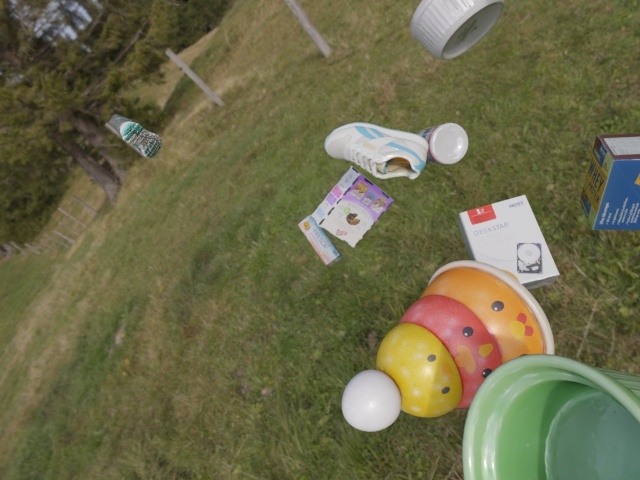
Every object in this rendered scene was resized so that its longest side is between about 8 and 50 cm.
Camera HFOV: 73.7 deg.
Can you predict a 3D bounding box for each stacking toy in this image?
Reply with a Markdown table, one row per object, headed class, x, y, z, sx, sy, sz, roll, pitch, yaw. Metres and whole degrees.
| class | x | y | z | sx | sy | sz | roll | pitch | yaw |
| --- | --- | --- | --- | --- | --- | --- | --- | --- | --- |
| stacking toy | 0.249 | 0.282 | 0.962 | 0.479 | 0.351 | 0.350 | -24 | 18 | -31 |

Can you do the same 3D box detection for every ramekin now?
| class | x | y | z | sx | sy | sz | roll | pitch | yaw |
| --- | --- | --- | --- | --- | --- | --- | --- | --- | --- |
| ramekin | 0.330 | 0.297 | 0.515 | 0.303 | 0.148 | 0.304 | -171 | 90 | -70 |
| ramekin | 0.409 | -0.658 | 1.255 | 0.272 | 0.127 | 0.273 | -32 | -10 | -6 |

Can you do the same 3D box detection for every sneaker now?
| class | x | y | z | sx | sy | sz | roll | pitch | yaw |
| --- | --- | --- | --- | --- | --- | --- | --- | --- | --- |
| sneaker | 0.115 | -0.191 | 0.927 | 0.228 | 0.088 | 0.092 | 9 | 55 | 15 |
| sneaker | -0.457 | -0.263 | 1.060 | 0.065 | 0.076 | 0.166 | -54 | -12 | -7 |

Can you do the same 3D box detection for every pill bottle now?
| class | x | y | z | sx | sy | sz | roll | pitch | yaw |
| --- | --- | --- | --- | --- | --- | --- | --- | --- | --- |
| pill bottle | 0.323 | -0.267 | 1.199 | 0.108 | 0.108 | 0.180 | -48 | 14 | 0 |

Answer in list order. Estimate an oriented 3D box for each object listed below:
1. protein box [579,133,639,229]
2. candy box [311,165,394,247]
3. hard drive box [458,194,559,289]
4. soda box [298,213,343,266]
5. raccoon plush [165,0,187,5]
| class | x | y | z | sx | sy | sz | roll | pitch | yaw |
| --- | --- | --- | --- | --- | --- | --- | --- | --- | --- |
| protein box | 0.780 | -0.142 | 1.040 | 0.200 | 0.200 | 0.136 | 1 | 38 | 15 |
| candy box | 0.098 | -0.099 | 1.299 | 0.196 | 0.164 | 0.070 | -50 | 38 | 12 |
| hard drive box | 0.491 | 0.020 | 1.140 | 0.180 | 0.089 | 0.233 | -17 | 64 | 11 |
| soda box | 0.000 | 0.000 | 1.480 | 0.063 | 0.058 | 0.183 | -37 | 73 | 8 |
| raccoon plush | -0.373 | -0.740 | 0.958 | 0.446 | 0.215 | 0.300 | 41 | 121 | 59 |
